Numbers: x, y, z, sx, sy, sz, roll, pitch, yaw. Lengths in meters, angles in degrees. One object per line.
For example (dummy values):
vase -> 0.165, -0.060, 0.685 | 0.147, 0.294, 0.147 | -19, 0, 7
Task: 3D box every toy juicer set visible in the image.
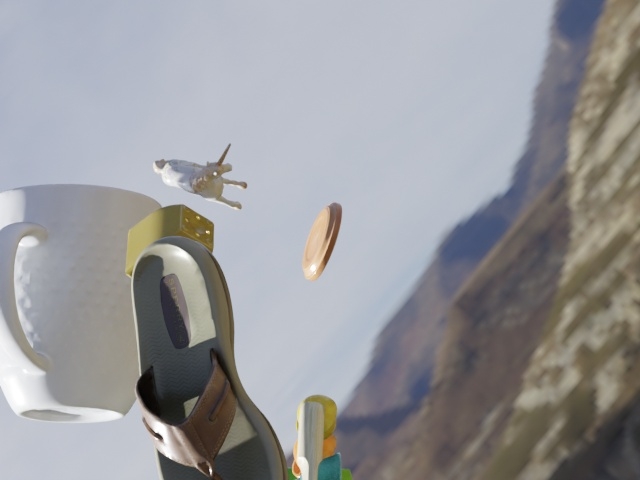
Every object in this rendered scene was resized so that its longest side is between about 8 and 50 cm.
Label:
toy juicer set -> 0.012, 0.283, 2.129 | 0.329, 0.089, 0.209 | 98, 176, -75

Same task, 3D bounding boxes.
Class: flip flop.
flip flop -> -0.104, 0.126, 1.441 | 0.112, 0.277, 0.080 | -20, -16, 22

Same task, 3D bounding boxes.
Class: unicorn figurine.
unicorn figurine -> -0.139, -0.074, 2.153 | 0.111, 0.162, 0.060 | 18, -103, -52

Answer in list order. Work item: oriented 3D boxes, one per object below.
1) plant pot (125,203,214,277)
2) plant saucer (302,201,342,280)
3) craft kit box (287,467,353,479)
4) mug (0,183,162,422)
plant pot -> -0.165, 0.007, 2.044 | 0.083, 0.081, 0.081 | -44, 29, 29
plant saucer -> 0.000, 0.000, 1.806 | 0.083, 0.013, 0.083 | -161, 90, -77
craft kit box -> -0.036, 0.445, 2.544 | 0.247, 0.250, 0.061 | 9, -35, -40
mug -> -0.395, 0.095, 2.694 | 0.374, 0.276, 0.328 | 34, -127, -67
